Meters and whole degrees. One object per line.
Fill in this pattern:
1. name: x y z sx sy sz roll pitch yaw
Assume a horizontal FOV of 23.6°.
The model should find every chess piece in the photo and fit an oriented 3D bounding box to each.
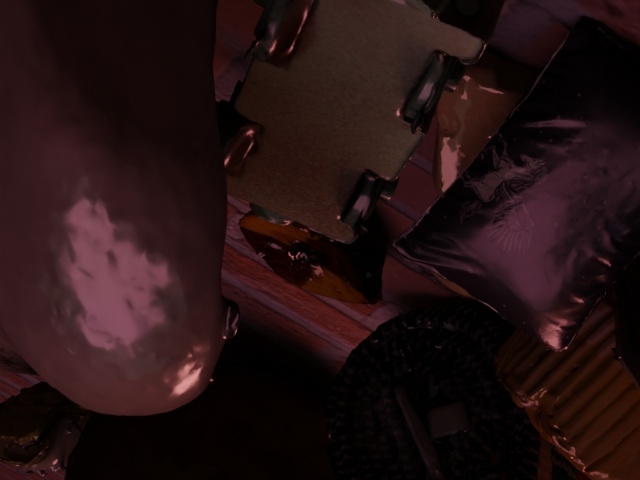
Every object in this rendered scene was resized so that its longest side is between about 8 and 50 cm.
1. chess piece: 0.118 -0.051 1.070 0.090 0.090 0.200 19 145 17

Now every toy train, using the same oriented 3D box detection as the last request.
1. toy train: 0.017 -0.114 0.937 0.129 0.159 0.326 25 153 -3

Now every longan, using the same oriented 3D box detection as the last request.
1. longan: -0.112 0.324 1.706 0.391 0.391 0.391 22 156 10

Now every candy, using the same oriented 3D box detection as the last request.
1. candy: -0.169 -0.077 0.969 0.186 0.386 0.427 -5 174 -16

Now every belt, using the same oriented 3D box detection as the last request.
1. belt: 0.135 0.202 1.335 0.160 0.207 0.295 46 -170 -42

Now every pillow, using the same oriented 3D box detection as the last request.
1. pillow: 0.157 -0.029 0.981 0.141 0.055 0.208 33 122 -4

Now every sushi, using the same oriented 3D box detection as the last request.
1. sushi: -0.294 0.236 1.925 0.139 0.131 0.291 1 174 28

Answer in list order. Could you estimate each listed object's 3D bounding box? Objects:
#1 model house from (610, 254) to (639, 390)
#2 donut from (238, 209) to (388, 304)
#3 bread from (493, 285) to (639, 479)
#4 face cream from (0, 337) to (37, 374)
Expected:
1. model house: 0.314 0.064 1.031 0.219 0.207 0.136 36 118 -18
2. donut: 0.000 0.000 1.310 0.140 0.059 0.140 22 157 10
3. bread: 0.254 0.133 1.181 0.250 0.133 0.179 43 -175 -12
4. face cream: -0.359 0.121 1.903 0.348 0.081 0.173 1 155 45
